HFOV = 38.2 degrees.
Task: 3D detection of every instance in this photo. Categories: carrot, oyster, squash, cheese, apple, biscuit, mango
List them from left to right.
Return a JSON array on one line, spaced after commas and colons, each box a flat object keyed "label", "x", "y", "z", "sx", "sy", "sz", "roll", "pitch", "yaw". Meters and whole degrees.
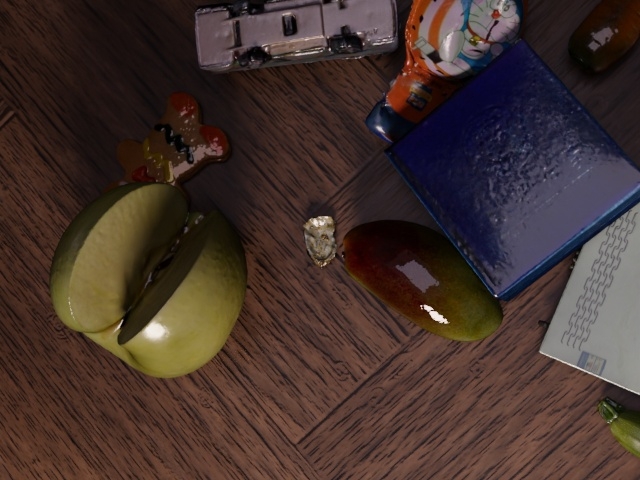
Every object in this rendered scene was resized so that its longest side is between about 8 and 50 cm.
[{"label": "apple", "x": -0.249, "y": 0.056, "z": 1.372, "sx": 0.292, "sy": 0.292, "sz": 0.254, "roll": 25, "pitch": 66, "yaw": 13}, {"label": "biscuit", "x": -0.268, "y": -0.117, "z": 1.520, "sx": 0.250, "sy": 0.036, "sz": 0.165, "roll": -44, "pitch": 76, "yaw": 4}, {"label": "oyster", "x": 0.001, "y": 0.003, "z": 1.458, "sx": 0.054, "sy": 0.019, "sz": 0.083, "roll": -6, "pitch": 80, "yaw": 10}, {"label": "mango", "x": 0.153, "y": 0.054, "z": 1.374, "sx": 0.267, "sy": 0.111, "sz": 0.133, "roll": 33, "pitch": 80, "yaw": 9}, {"label": "cheese", "x": 0.192, "y": -0.285, "z": 1.381, "sx": 0.329, "sy": 0.217, "sz": 0.129, "roll": -54, "pitch": 37, "yaw": 14}, {"label": "carrot", "x": 0.450, "y": -0.336, "z": 1.370, "sx": 0.087, "sy": 0.087, "sz": 0.193, "roll": 40, "pitch": 91, "yaw": 13}, {"label": "squash", "x": 0.504, "y": 0.300, "z": 1.294, "sx": 0.252, "sy": 0.066, "sz": 0.066, "roll": 24, "pitch": 89, "yaw": 15}]

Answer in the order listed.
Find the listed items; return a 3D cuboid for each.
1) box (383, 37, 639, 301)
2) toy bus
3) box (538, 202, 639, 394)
[{"label": "box", "x": 0.281, "y": -0.099, "z": 1.337, "sx": 0.261, "sy": 0.116, "sz": 0.279, "roll": -39, "pitch": 73, "yaw": 11}, {"label": "toy bus", "x": -0.031, "y": -0.324, "z": 1.445, "sx": 0.316, "sy": 0.138, "sz": 0.113, "roll": -3, "pitch": 88, "yaw": 10}, {"label": "box", "x": 0.450, "y": 0.074, "z": 1.341, "sx": 0.210, "sy": 0.045, "sz": 0.270, "roll": 21, "pitch": 89, "yaw": 14}]
